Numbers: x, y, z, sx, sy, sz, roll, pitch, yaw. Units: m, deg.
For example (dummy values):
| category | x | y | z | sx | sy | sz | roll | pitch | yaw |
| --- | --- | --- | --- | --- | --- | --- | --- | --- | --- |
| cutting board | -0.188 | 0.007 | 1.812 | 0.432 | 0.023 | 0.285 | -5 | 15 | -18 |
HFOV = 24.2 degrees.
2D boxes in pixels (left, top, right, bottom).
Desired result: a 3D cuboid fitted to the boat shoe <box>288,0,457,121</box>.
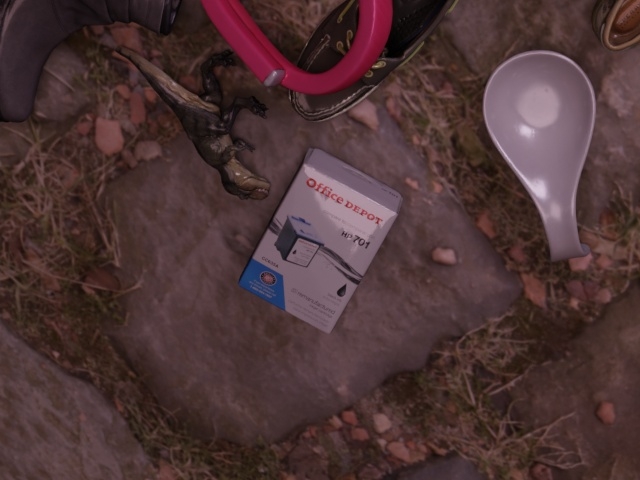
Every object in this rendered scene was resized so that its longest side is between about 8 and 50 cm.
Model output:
| category | x | y | z | sx | sy | sz | roll | pitch | yaw |
| --- | --- | --- | --- | --- | --- | --- | --- | --- | --- |
| boat shoe | 0.067 | -0.256 | 1.809 | 0.109 | 0.091 | 0.305 | 43 | 108 | -7 |

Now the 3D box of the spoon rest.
| category | x | y | z | sx | sy | sz | roll | pitch | yaw |
| --- | --- | --- | --- | --- | --- | --- | --- | --- | --- |
| spoon rest | 0.283 | -0.098 | 1.835 | 0.137 | 0.084 | 0.276 | -12 | 107 | 12 |

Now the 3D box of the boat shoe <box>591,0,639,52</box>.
| category | x | y | z | sx | sy | sz | roll | pitch | yaw |
| --- | --- | --- | --- | --- | --- | --- | --- | --- | --- |
| boat shoe | 0.429 | -0.331 | 1.733 | 0.104 | 0.089 | 0.285 | 36 | 109 | -4 |

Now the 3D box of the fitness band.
| category | x | y | z | sx | sy | sz | roll | pitch | yaw |
| --- | --- | --- | --- | --- | --- | --- | --- | --- | --- |
| fitness band | -0.039 | -0.308 | 1.781 | 0.291 | 0.054 | 0.209 | 52 | 120 | 15 |

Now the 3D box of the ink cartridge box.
| category | x | y | z | sx | sy | sz | roll | pitch | yaw |
| --- | --- | --- | --- | --- | --- | --- | --- | --- | --- |
| ink cartridge box | 0.000 | 0.000 | 1.909 | 0.139 | 0.082 | 0.191 | 28 | 111 | -2 |

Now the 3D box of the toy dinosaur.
| category | x | y | z | sx | sy | sz | roll | pitch | yaw |
| --- | --- | --- | --- | --- | --- | --- | --- | --- | --- |
| toy dinosaur | -0.138 | -0.168 | 1.887 | 0.118 | 0.064 | 0.268 | -37 | 96 | 24 |

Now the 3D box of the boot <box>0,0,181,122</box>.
| category | x | y | z | sx | sy | sz | roll | pitch | yaw |
| --- | --- | --- | --- | --- | --- | --- | --- | --- | --- |
| boot | -0.287 | -0.282 | 1.845 | 0.222 | 0.118 | 0.338 | 13 | 114 | -2 |
